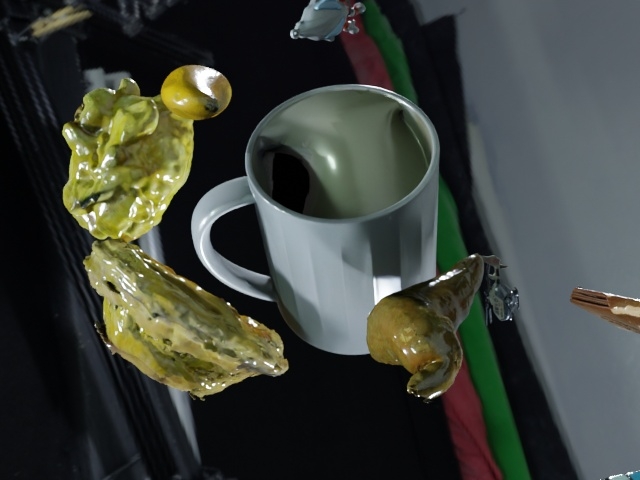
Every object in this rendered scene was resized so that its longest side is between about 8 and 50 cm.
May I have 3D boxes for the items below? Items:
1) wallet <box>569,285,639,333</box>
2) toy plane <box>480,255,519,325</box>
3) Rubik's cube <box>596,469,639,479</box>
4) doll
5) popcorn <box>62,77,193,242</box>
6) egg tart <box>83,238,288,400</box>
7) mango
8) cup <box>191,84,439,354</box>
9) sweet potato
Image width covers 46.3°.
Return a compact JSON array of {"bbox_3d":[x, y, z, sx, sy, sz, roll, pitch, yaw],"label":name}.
[{"bbox_3d":[0.301,0.073,0.647,0.095,0.176,0.026,24,-94,-22],"label":"wallet"},{"bbox_3d":[0.254,0.073,1.069,0.031,0.049,0.120,-40,-51,-42],"label":"toy plane"},{"bbox_3d":[0.472,0.464,1.083,0.184,0.187,0.182,-118,18,-68],"label":"Rubik's cube"},{"bbox_3d":[0.008,-0.235,0.788,0.114,0.039,0.057,-44,-31,-38],"label":"doll"},{"bbox_3d":[-0.337,-0.137,1.314,0.215,0.286,0.252,10,-142,-53],"label":"popcorn"},{"bbox_3d":[-0.210,0.127,1.109,0.352,0.352,0.150,38,-97,-40],"label":"egg tart"},{"bbox_3d":[-0.180,-0.211,1.083,0.190,0.098,0.075,-96,14,-68],"label":"mango"},{"bbox_3d":[0.000,0.000,1.009,0.327,0.323,0.237,83,171,-52],"label":"cup"},{"bbox_3d":[0.113,0.094,0.849,0.098,0.124,0.310,71,-157,-7],"label":"sweet potato"}]
